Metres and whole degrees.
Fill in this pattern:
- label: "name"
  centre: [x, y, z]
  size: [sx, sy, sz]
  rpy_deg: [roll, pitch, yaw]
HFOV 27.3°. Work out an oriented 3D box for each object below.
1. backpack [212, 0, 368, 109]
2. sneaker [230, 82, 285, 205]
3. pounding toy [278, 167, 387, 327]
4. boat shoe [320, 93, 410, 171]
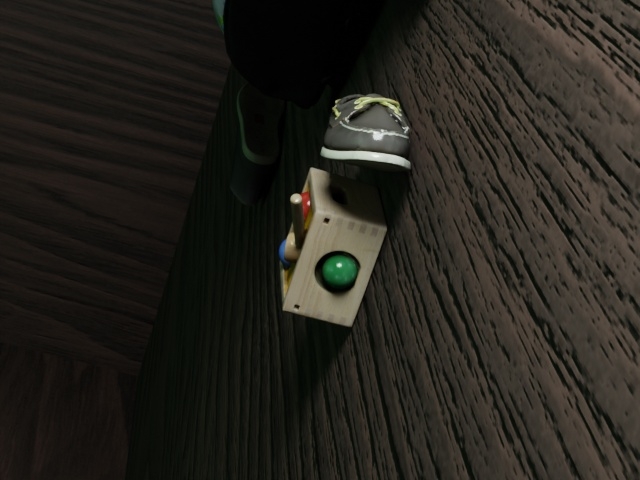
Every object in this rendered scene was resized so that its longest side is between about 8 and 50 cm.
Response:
- label: "backpack"
  centre: [-0.031, -0.406, 1.725]
  size: [0.290, 0.273, 0.356]
  rpy_deg: [108, -175, -60]
- label: "sneaker"
  centre: [-0.115, -0.166, 2.203]
  size: [0.222, 0.083, 0.118]
  rpy_deg: [-88, 16, -48]
- label: "pounding toy"
  centre: [0.000, 0.000, 1.266]
  size: [0.141, 0.100, 0.130]
  rpy_deg: [-97, 24, -65]
- label: "boat shoe"
  centre: [0.043, -0.105, 1.241]
  size: [0.228, 0.081, 0.069]
  rpy_deg: [-133, 55, -81]
